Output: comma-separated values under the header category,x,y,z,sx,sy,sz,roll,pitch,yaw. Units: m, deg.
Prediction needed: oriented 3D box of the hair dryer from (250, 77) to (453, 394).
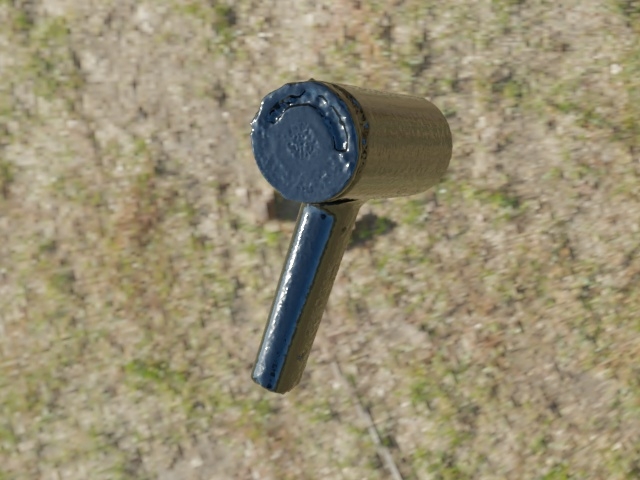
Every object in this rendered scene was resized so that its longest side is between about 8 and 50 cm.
category,x,y,z,sx,sy,sz,roll,pitch,yaw
hair dryer,0.000,0.000,1.088,0.089,0.197,0.251,26,105,22
